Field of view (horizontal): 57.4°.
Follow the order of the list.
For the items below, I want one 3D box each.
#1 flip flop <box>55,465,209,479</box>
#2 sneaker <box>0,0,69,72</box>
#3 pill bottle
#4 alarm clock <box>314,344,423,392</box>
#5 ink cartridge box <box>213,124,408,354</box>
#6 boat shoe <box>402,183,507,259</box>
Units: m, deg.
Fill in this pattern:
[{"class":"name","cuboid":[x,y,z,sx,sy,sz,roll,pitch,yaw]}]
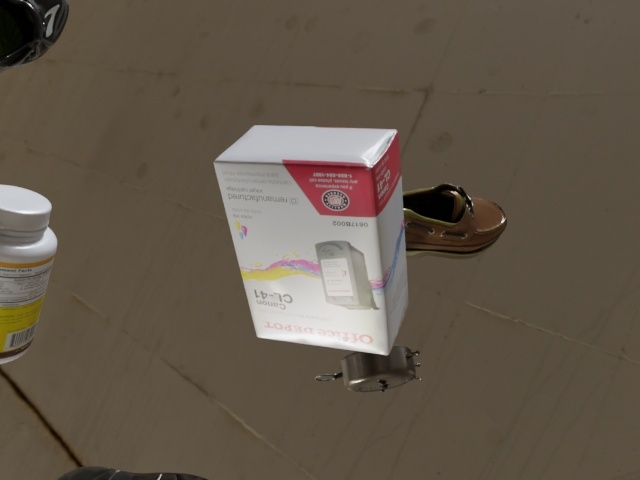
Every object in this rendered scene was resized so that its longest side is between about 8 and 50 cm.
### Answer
[{"class":"flip flop","cuboid":[-0.210,0.336,0.683,0.277,0.112,0.080,-1,-71,20]},{"class":"sneaker","cuboid":[-0.292,-0.205,0.568,0.078,0.067,0.188,-13,-148,18]},{"class":"pill bottle","cuboid":[-0.411,0.042,0.745,0.117,0.117,0.214,41,-65,44]},{"class":"alarm clock","cuboid":[0.084,0.236,1.042,0.192,0.129,0.064,-9,-115,7]},{"class":"ink cartridge box","cuboid":[0.000,0.000,0.837,0.226,0.306,0.131,4,-148,21]},{"class":"boat shoe","cuboid":[0.217,-0.036,0.988,0.110,0.307,0.104,58,-39,30]}]
